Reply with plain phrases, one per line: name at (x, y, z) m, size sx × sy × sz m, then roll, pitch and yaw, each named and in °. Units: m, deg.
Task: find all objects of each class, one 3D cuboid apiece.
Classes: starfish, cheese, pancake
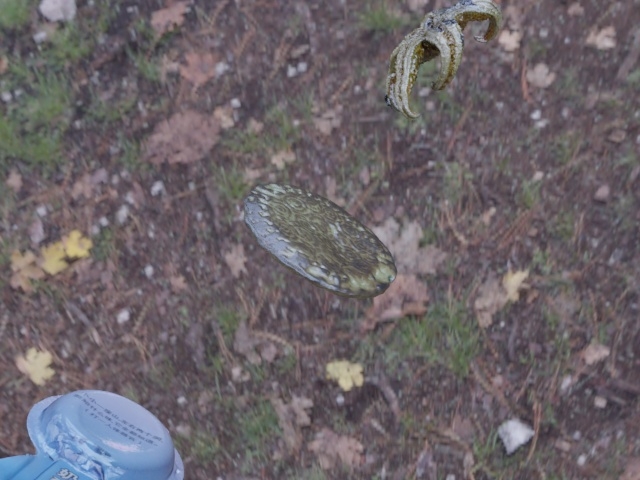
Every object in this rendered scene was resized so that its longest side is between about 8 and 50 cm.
starfish at (0.127, -0.211, 1.315) m, size 0.074 × 0.146 × 0.190 m, roll 50°, pitch 58°, yaw -17°
cheese at (-0.180, 0.173, 0.876) m, size 0.135 × 0.244 × 0.052 m, roll 29°, pitch 103°, yaw 5°
pancake at (0.001, -0.001, 1.240) m, size 0.199 × 0.021 × 0.199 m, roll 25°, pitch 27°, yaw -13°
